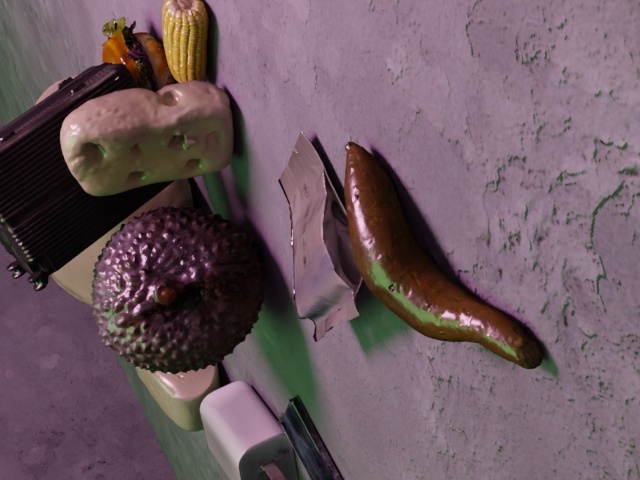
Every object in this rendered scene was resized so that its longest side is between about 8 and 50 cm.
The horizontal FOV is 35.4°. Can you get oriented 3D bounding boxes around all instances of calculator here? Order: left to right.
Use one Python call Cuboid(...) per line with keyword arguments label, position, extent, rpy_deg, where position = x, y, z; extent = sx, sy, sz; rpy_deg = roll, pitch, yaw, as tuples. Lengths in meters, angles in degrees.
Cuboid(label="calculator", position=(-0.001, 0.420, 1.840), extent=(0.261, 0.021, 0.161), rpy_deg=(59, 158, 18))

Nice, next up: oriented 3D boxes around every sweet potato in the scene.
Cuboid(label="sweet potato", position=(0.105, 0.037, 1.098), extent=(0.346, 0.079, 0.108), rpy_deg=(50, 141, 31))

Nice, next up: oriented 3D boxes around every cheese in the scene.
Cuboid(label="cheese", position=(-0.261, -0.153, 1.534), extent=(0.159, 0.263, 0.093), rpy_deg=(95, 159, -46))

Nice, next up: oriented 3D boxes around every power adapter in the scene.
Cuboid(label="power adapter", position=(-0.132, 0.432, 2.030), extent=(0.255, 0.124, 0.187), rpy_deg=(45, 151, 46))

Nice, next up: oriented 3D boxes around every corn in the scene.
Cuboid(label="corn", position=(-0.204, -0.303, 1.525), extent=(0.085, 0.063, 0.165), rpy_deg=(32, 149, 17))

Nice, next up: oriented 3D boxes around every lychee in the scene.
Cuboid(label="lychee", position=(-0.241, 0.079, 1.678), extent=(0.300, 0.300, 0.300), rpy_deg=(51, 154, 37))

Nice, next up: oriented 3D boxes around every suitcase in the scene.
Cuboid(label="suitcase", position=(-0.407, -0.113, 1.631), extent=(0.152, 0.335, 0.229), rpy_deg=(13, 138, 55))

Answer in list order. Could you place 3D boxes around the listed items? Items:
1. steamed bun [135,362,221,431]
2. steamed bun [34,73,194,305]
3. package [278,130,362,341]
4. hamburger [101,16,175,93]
Cuboid(label="steamed bun", position=(-0.320, 0.306, 2.317), extent=(0.250, 0.155, 0.200), rpy_deg=(46, 154, 31))
Cuboid(label="steamed bun", position=(-0.435, -0.082, 1.999), extent=(0.456, 0.290, 0.371), rpy_deg=(52, 154, 35))
Cuboid(label="package", position=(0.000, 0.000, 1.360), extent=(0.204, 0.062, 0.250), rpy_deg=(133, 125, -68))
Cuboid(label="hamburger", position=(-0.316, -0.300, 1.756), extent=(0.164, 0.093, 0.189), rpy_deg=(18, 130, 60))
